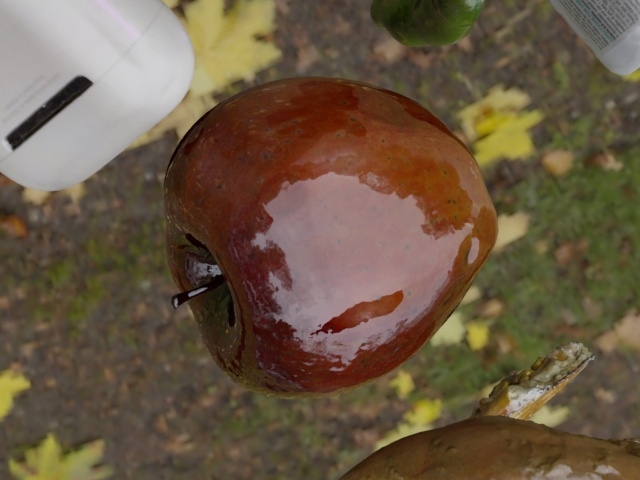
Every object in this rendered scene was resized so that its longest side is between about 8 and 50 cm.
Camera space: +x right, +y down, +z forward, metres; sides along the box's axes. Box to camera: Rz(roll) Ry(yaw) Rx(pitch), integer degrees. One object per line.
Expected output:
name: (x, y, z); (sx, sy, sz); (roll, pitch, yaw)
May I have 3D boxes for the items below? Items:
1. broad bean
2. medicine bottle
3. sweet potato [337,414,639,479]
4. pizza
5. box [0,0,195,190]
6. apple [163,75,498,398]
broad bean: (0.104, -0.256, 1.544); (0.049, 0.144, 0.292); (-27, 156, -17)
medicine bottle: (0.272, -0.279, 1.597); (0.135, 0.215, 0.135); (-41, -179, 1)
sweet potato: (0.179, 0.165, 1.013); (0.355, 0.095, 0.106); (9, 139, -7)
pizza: (0.220, 0.159, 1.751); (0.195, 0.052, 0.185); (-33, 167, -32)
box: (-0.324, -0.225, 1.738); (0.289, 0.141, 0.349); (-34, 111, 34)
apple: (-0.001, 0.001, 1.146); (0.234, 0.234, 0.234); (-14, 142, -12)
